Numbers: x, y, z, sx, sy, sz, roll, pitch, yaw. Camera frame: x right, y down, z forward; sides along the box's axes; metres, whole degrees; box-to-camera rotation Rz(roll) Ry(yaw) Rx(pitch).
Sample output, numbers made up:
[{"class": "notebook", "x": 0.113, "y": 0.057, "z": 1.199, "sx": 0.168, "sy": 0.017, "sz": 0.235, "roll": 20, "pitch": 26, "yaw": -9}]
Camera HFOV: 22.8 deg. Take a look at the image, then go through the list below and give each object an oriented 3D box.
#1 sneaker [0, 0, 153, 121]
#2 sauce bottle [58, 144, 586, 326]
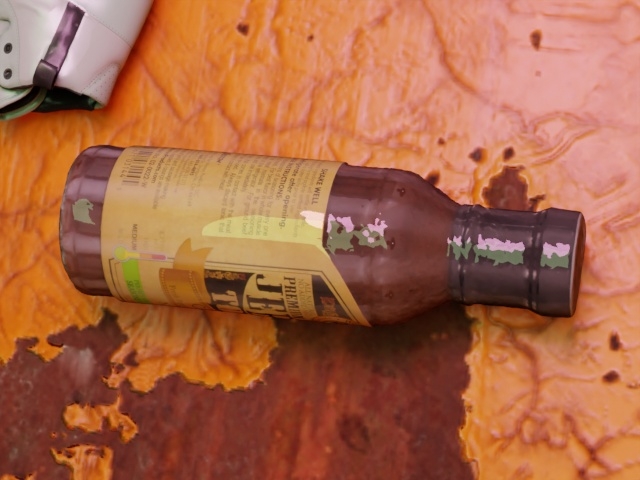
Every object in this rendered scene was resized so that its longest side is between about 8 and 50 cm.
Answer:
[{"class": "sneaker", "x": -0.253, "y": -0.171, "z": 1.144, "sx": 0.256, "sy": 0.094, "sz": 0.151, "roll": 13, "pitch": 78, "yaw": 12}, {"class": "sauce bottle", "x": 0.000, "y": 0.000, "z": 1.055, "sx": 0.344, "sy": 0.111, "sz": 0.111, "roll": 5, "pitch": 82, "yaw": 15}]
